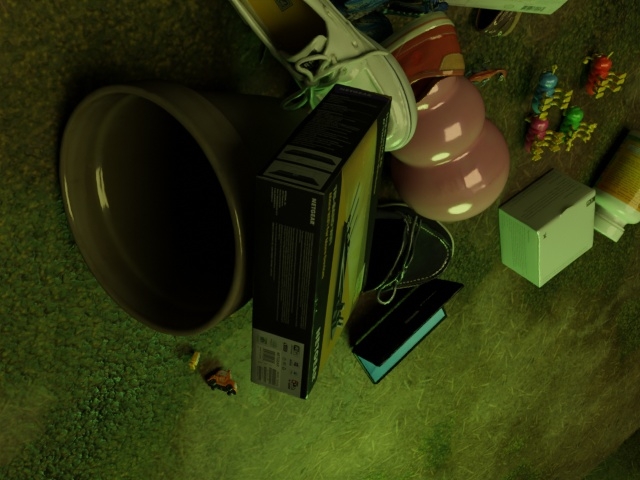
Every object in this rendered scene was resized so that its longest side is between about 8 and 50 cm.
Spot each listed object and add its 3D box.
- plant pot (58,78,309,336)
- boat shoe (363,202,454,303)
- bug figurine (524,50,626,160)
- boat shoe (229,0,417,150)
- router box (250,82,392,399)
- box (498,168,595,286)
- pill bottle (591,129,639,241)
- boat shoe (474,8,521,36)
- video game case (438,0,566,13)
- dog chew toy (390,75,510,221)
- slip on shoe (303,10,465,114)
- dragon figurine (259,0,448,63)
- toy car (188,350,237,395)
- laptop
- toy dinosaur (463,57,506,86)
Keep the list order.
[{"bbox_3d":[-0.135,-0.073,1.078,0.280,0.323,0.323,-27,136,-47],"label":"plant pot"},{"bbox_3d":[0.094,0.018,1.432,0.500,0.156,0.187,14,107,-47],"label":"boat shoe"},{"bbox_3d":[0.499,-0.277,1.641,0.279,0.072,0.216,-21,137,-36],"label":"bug figurine"},{"bbox_3d":[-0.008,-0.241,1.037,0.135,0.156,0.367,-26,113,29],"label":"boat shoe"},{"bbox_3d":[0.000,0.000,0.983,0.243,0.081,0.309,-58,159,-49],"label":"router box"},{"bbox_3d":[0.504,-0.029,1.788,0.181,0.119,0.182,-33,136,-19],"label":"box"},{"bbox_3d":[0.726,-0.126,1.901,0.136,0.136,0.246,22,103,-48],"label":"pill bottle"},{"bbox_3d":[0.324,-0.446,1.362,0.073,0.073,0.207,-6,122,-41],"label":"boat shoe"},{"bbox_3d":[0.305,-0.420,1.230,0.232,0.210,0.042,0,78,-14],"label":"video game case"},{"bbox_3d":[0.193,-0.189,1.345,0.206,0.206,0.332,-40,130,-13],"label":"dog chew toy"},{"bbox_3d":[0.076,-0.205,1.195,0.331,0.101,0.123,-32,170,37],"label":"slip on shoe"},{"bbox_3d":[0.053,-0.325,1.153,0.289,0.144,0.085,-28,134,-24],"label":"dragon figurine"},{"bbox_3d":[-0.182,0.231,1.414,0.122,0.060,0.041,67,38,-52],"label":"toy car"},{"bbox_3d":[0.196,0.201,1.664,0.234,0.264,0.136,-43,102,-10],"label":"laptop"},{"bbox_3d":[0.295,-0.293,1.449,0.082,0.090,0.047,-4,122,14],"label":"toy dinosaur"}]
